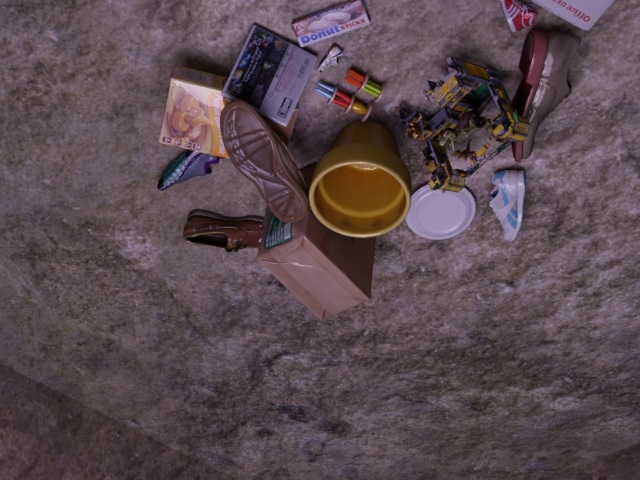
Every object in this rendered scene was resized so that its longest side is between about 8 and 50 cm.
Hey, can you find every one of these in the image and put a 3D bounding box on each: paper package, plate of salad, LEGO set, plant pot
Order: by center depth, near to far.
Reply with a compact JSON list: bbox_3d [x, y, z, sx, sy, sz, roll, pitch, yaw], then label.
[{"bbox_3d":[0.307,-0.272,1.720,0.192,0.255,0.331,5,155,-36],"label":"LEGO set"},{"bbox_3d":[0.109,-0.177,1.860,0.254,0.239,0.254,5,136,5],"label":"plant pot"},{"bbox_3d":[0.000,0.000,1.995,0.168,0.325,0.309,-27,124,30],"label":"paper package"},{"bbox_3d":[0.338,-0.087,2.048,0.199,0.048,0.200,0,127,0],"label":"plate of salad"}]

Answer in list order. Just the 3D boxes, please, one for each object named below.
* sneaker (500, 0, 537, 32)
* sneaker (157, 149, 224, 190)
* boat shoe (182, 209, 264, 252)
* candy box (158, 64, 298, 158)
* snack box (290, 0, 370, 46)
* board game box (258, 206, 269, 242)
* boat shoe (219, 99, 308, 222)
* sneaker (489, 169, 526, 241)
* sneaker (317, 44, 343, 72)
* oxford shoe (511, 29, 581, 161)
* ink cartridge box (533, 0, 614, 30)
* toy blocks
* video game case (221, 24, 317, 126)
[{"bbox_3d":[0.439,-0.520,1.605,0.067,0.042,0.118,-13,138,26],"label":"sneaker"},{"bbox_3d":[-0.369,-0.191,2.037,0.098,0.083,0.223,33,130,-28],"label":"sneaker"},{"bbox_3d":[-0.260,-0.008,2.181,0.307,0.104,0.111,6,135,3],"label":"boat shoe"},{"bbox_3d":[-0.229,-0.304,1.807,0.316,0.088,0.183,12,126,-12],"label":"candy box"},{"bbox_3d":[0.023,-0.511,1.696,0.178,0.022,0.064,-13,132,21],"label":"snack box"},{"bbox_3d":[-0.117,-0.034,2.098,0.103,0.154,0.026,28,132,-18],"label":"board game box"},{"bbox_3d":[-0.134,-0.202,1.769,0.121,0.110,0.341,-17,121,19],"label":"boat shoe"},{"bbox_3d":[0.512,-0.097,1.991,0.092,0.087,0.229,4,128,15],"label":"sneaker"},{"bbox_3d":[0.024,-0.436,1.764,0.037,0.032,0.083,29,132,-18],"label":"sneaker"},{"bbox_3d":[0.532,-0.331,1.726,0.130,0.123,0.348,1,136,1],"label":"oxford shoe"},{"bbox_3d":[0.560,-0.573,1.498,0.160,0.093,0.219,24,133,-14],"label":"ink cartridge box"},{"bbox_3d":[0.071,-0.375,1.801,0.148,0.054,0.123,24,134,-13],"label":"toy blocks"},{"bbox_3d":[-0.121,-0.394,1.734,0.173,0.190,0.022,25,173,-10],"label":"video game case"}]
